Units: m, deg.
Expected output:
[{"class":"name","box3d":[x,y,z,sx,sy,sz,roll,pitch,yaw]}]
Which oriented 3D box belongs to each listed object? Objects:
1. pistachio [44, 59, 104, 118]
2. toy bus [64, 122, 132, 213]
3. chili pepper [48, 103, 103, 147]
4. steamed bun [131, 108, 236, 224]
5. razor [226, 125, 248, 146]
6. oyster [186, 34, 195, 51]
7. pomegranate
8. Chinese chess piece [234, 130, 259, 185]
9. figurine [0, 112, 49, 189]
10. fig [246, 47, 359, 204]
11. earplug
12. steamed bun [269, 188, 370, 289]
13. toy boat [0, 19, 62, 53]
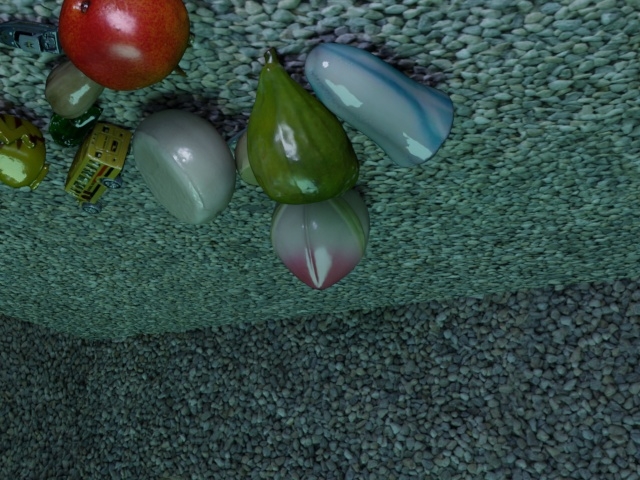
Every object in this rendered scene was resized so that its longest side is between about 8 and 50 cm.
[{"class":"pistachio","box3d":[-0.510,-0.326,1.619,0.185,0.108,0.126,-28,168,40]},{"class":"toy bus","box3d":[-0.580,-0.182,1.986,0.122,0.121,0.335,19,155,-25]},{"class":"chili pepper","box3d":[-0.582,-0.279,1.809,0.097,0.061,0.224,13,158,-27]},{"class":"steamed bun","box3d":[-0.304,-0.185,1.808,0.283,0.177,0.283,38,152,24]},{"class":"razor","box3d":[-0.174,-0.265,1.861,0.084,0.036,0.211,5,167,-39]},{"class":"oyster","box3d":[-0.293,-0.397,1.512,0.093,0.034,0.051,13,149,-18]},{"class":"pomegranate","box3d":[-0.331,-0.366,1.350,0.220,0.221,0.256,-8,158,23]},{"class":"Chinese chess piece","box3d":[-0.082,-0.207,1.847,0.250,0.097,0.251,-7,168,-1]},{"class":"figurine","box3d":[-0.789,-0.225,1.780,0.326,0.218,0.169,9,129,-42]},{"class":"fig","box3d":[-0.059,-0.217,1.628,0.233,0.314,0.233,-29,171,-5]},{"class":"earplug","box3d":[0.103,-0.298,1.568,0.324,0.185,0.185,26,149,-37]},{"class":"steamed bun","box3d":[0.000,0.000,2.185,0.309,0.310,0.309,2,159,1]},{"class":"toy boat","box3d":[-0.577,-0.399,1.499,0.141,0.060,0.055,8,136,-1]}]
